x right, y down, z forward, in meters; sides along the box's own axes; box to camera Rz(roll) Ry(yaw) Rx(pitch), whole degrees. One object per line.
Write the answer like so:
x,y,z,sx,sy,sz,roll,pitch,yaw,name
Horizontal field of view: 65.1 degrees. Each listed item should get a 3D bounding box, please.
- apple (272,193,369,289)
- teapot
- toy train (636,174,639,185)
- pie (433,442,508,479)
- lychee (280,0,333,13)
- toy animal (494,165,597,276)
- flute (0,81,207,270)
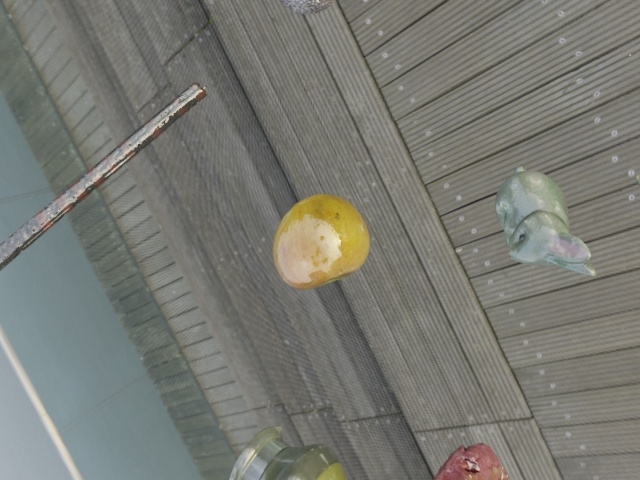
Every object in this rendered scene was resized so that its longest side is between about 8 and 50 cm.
0.000,0.000,0.912,0.182,0.182,0.155,-25,82,36,apple
-0.047,0.304,0.578,0.119,0.166,0.130,23,162,30,teapot
0.528,-0.081,0.750,0.044,0.103,0.064,40,119,-22,toy train
0.138,0.267,0.483,0.038,0.153,0.154,16,116,44,pie
-0.018,-0.304,0.594,0.068,0.083,0.067,-47,47,40,lychee
0.351,-0.017,0.802,0.127,0.251,0.125,34,117,-10,toy animal
-0.173,-0.016,0.321,0.014,0.269,0.014,40,164,14,flute
